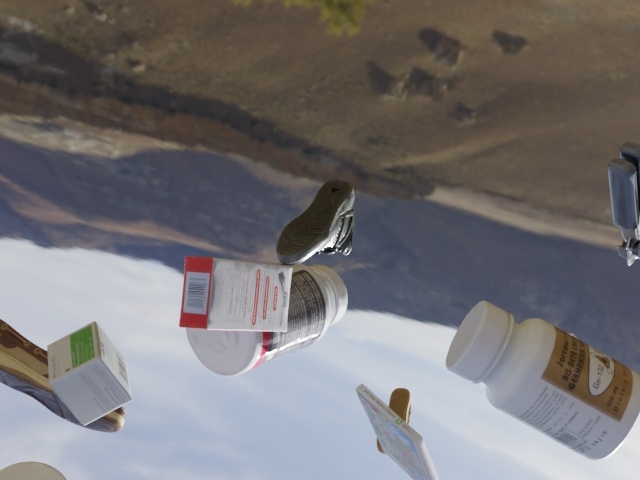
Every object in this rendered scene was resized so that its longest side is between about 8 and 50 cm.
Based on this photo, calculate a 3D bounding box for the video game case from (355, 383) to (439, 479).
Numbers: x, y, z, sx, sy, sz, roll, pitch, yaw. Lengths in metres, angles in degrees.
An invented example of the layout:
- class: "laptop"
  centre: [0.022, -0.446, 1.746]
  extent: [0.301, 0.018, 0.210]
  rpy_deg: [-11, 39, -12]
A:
- class: "video game case"
  centre: [0.158, 0.399, 1.920]
  extent: [0.193, 0.023, 0.212]
  rpy_deg: [37, 157, 47]

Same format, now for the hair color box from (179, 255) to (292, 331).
- class: "hair color box"
  centre: [-0.109, 0.072, 1.297]
  extent: [0.053, 0.093, 0.167]
  rpy_deg: [2, 176, 36]

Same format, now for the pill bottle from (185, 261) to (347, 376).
- class: "pill bottle"
  centre: [-0.091, 0.137, 1.889]
  extent: [0.176, 0.176, 0.319]
  rpy_deg: [16, -161, 35]

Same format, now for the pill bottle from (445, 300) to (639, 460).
- class: "pill bottle"
  centre: [0.285, 0.175, 1.265]
  extent: [0.229, 0.131, 0.131]
  rpy_deg: [29, 178, -3]

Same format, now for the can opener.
- class: "can opener"
  centre: [0.547, -0.047, 1.656]
  extent: [0.095, 0.076, 0.283]
  rpy_deg: [28, 159, 34]

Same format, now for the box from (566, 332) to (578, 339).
- class: "box"
  centre: [0.409, 0.236, 1.826]
  extent: [0.072, 0.126, 0.137]
  rpy_deg: [48, 157, -24]

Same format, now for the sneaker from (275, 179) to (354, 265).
- class: "sneaker"
  centre: [0.000, 0.000, 1.786]
  extent: [0.087, 0.130, 0.227]
  rpy_deg: [8, -142, 25]

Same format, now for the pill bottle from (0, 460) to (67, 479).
- class: "pill bottle"
  centre: [-0.437, 0.462, 1.470]
  extent: [0.169, 0.301, 0.169]
  rpy_deg: [8, -135, -8]

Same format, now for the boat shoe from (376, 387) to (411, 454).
- class: "boat shoe"
  centre: [0.173, 0.416, 2.215]
  extent: [0.063, 0.170, 0.059]
  rpy_deg: [4, 139, 26]

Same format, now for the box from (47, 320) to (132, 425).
- class: "box"
  centre: [-0.348, 0.199, 1.480]
  extent: [0.102, 0.087, 0.101]
  rpy_deg: [61, 180, -34]

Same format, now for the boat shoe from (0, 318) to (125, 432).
- class: "boat shoe"
  centre: [-0.527, 0.262, 1.960]
  extent: [0.342, 0.123, 0.123]
  rpy_deg: [26, 147, 5]
